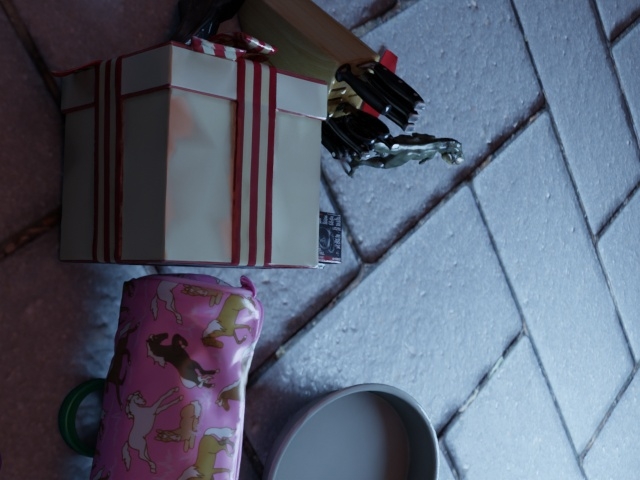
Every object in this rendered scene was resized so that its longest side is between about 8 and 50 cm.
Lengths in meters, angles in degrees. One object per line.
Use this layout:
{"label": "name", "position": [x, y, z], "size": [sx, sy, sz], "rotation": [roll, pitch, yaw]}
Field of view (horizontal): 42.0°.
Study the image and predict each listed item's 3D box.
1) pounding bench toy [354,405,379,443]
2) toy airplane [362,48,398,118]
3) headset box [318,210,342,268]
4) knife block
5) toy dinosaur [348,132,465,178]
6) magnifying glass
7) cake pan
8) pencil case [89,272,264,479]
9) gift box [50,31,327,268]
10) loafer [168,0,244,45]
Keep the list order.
{"label": "pounding bench toy", "position": [0.052, 0.275, 1.249], "size": [0.083, 0.052, 0.065], "rotation": [-29, 107, -41]}
{"label": "toy airplane", "position": [0.117, -0.236, 1.370], "size": [0.151, 0.028, 0.151], "rotation": [2, 86, -43]}
{"label": "headset box", "position": [0.000, 0.000, 1.236], "size": [0.062, 0.032, 0.083], "rotation": [6, 83, -43]}
{"label": "knife block", "position": [0.016, -0.243, 1.127], "size": [0.088, 0.242, 0.275], "rotation": [-20, 100, -44]}
{"label": "toy dinosaur", "position": [0.110, -0.137, 1.293], "size": [0.268, 0.118, 0.064], "rotation": [-10, 93, -43]}
{"label": "magnifying glass", "position": [-0.212, 0.221, 1.024], "size": [0.231, 0.026, 0.092], "rotation": [14, 77, -40]}
{"label": "cake pan", "position": [0.040, 0.340, 1.184], "size": [0.293, 0.054, 0.293], "rotation": [-5, 99, -30]}
{"label": "pencil case", "position": [-0.164, 0.223, 0.944], "size": [0.167, 0.160, 0.386], "rotation": [13, 78, -41]}
{"label": "gift box", "position": [-0.155, -0.099, 0.945], "size": [0.276, 0.255, 0.258], "rotation": [7, 84, -50]}
{"label": "loafer", "position": [-0.163, -0.295, 1.098], "size": [0.061, 0.062, 0.170], "rotation": [32, 66, 6]}
